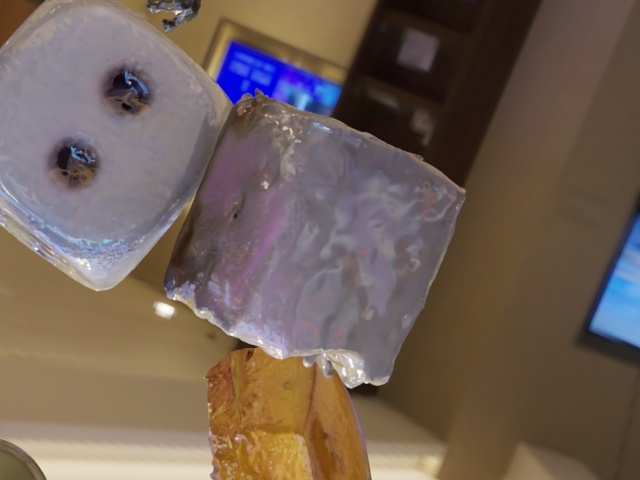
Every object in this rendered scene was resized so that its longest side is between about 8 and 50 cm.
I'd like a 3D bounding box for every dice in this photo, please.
[{"bbox_3d":[-0.194,-0.083,1.232,0.194,0.192,0.193,41,167,-11],"label":"dice"}]

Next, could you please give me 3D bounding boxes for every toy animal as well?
[{"bbox_3d":[-0.142,-0.296,1.637,0.047,0.136,0.065,35,149,-30],"label":"toy animal"}]

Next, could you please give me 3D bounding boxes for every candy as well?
[{"bbox_3d":[0.000,0.000,1.131,0.185,0.195,0.137,25,177,-38],"label":"candy"}]

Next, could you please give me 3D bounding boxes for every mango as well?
[{"bbox_3d":[-0.028,0.263,1.692,0.199,0.201,0.350,1,-126,-29],"label":"mango"}]

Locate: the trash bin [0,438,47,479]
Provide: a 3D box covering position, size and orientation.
[{"bbox_3d":[-0.319,0.255,1.085,0.121,0.243,0.247,59,179,-5],"label":"trash bin"}]
